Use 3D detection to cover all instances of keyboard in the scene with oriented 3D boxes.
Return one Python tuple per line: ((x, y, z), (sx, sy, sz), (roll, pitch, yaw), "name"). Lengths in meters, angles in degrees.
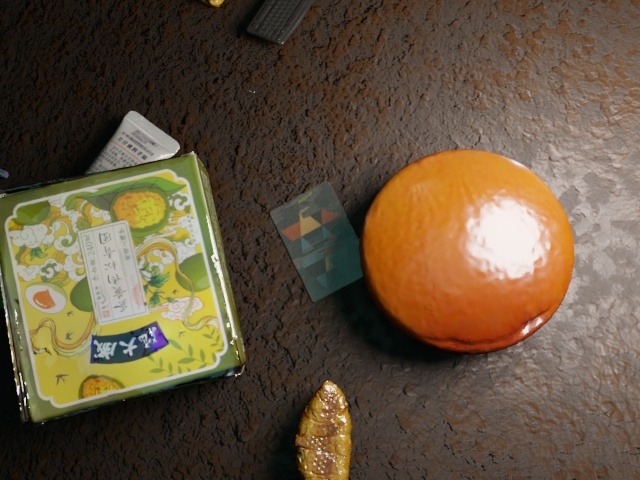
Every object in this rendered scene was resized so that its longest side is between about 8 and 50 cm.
((-0.081, -0.500, 1.107), (0.103, 0.041, 0.381), (27, 84, 13), "keyboard")

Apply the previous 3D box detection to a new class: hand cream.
((-0.449, -0.127, 1.068), (0.139, 0.089, 0.314), (39, 83, 5), "hand cream")

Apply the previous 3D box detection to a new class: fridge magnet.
((0.250, 0.016, 0.894), (0.363, 0.155, 0.364), (-2, 78, 8), "fridge magnet")

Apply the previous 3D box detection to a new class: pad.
((0.000, 0.000, 1.015), (0.143, 0.003, 0.211), (-28, 76, 2), "pad")

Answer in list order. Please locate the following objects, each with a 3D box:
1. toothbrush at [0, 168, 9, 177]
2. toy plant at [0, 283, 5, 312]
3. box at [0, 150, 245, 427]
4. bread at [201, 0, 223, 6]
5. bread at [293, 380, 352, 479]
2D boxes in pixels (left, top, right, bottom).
((-0.808, -0.184, 1.170), (0.219, 0.016, 0.019), (21, 84, 12), "toothbrush")
((-0.673, 0.077, 1.064), (0.240, 0.088, 0.155), (11, 96, 18), "toy plant")
((-0.361, 0.080, 0.935), (0.373, 0.138, 0.420), (-13, 84, -6), "box")
((-0.296, -0.615, 1.145), (0.211, 0.083, 0.114), (26, 88, 14), "bread")
((0.002, 0.371, 0.904), (0.105, 0.076, 0.233), (3, 72, -3), "bread")
